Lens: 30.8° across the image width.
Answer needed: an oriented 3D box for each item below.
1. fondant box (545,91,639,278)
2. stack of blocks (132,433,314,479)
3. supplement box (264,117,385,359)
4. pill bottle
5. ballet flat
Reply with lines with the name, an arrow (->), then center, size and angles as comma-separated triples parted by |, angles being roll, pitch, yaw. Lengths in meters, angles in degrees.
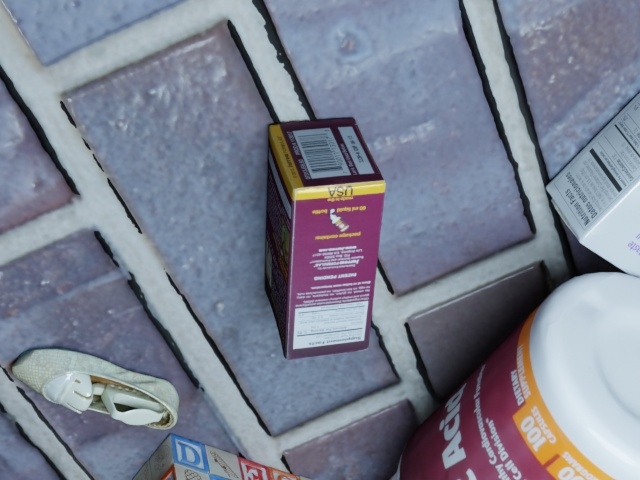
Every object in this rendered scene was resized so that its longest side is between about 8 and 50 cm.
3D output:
fondant box -> 0.412, -0.088, 1.081 | 0.238, 0.096, 0.330 | 29, 116, -32
stack of blocks -> -0.047, 0.333, 1.227 | 0.297, 0.171, 0.087 | 25, 116, -30
supplement box -> 0.000, 0.000, 1.027 | 0.080, 0.104, 0.188 | -6, 128, -12
pill bottle -> 0.211, 0.225, 1.142 | 0.224, 0.224, 0.392 | 10, 139, -22
ballet flat -> -0.210, 0.144, 1.112 | 0.168, 0.052, 0.057 | 16, 121, -25
